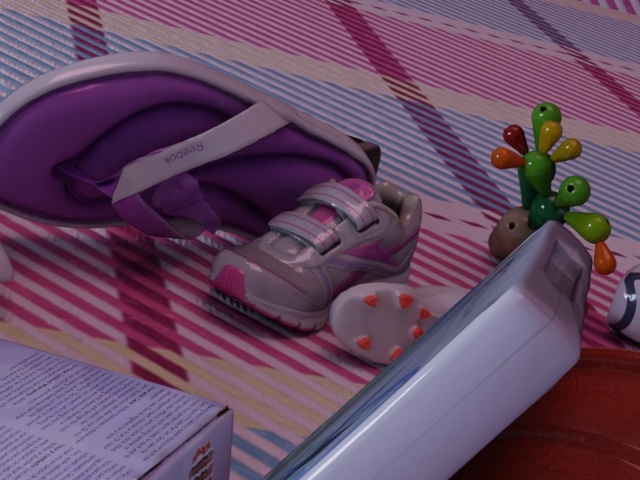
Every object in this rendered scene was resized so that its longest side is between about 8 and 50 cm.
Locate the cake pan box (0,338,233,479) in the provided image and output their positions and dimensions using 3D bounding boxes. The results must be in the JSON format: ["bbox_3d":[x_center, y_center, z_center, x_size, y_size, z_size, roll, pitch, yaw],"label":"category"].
[{"bbox_3d":[-0.209,0.127,0.801,0.246,0.070,0.267,11,23,22],"label":"cake pan box"}]

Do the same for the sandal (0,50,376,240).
[{"bbox_3d":[-0.094,-0.058,1.365,0.416,0.169,0.102,5,32,-43],"label":"sandal"}]

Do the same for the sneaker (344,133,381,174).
[{"bbox_3d":[-0.024,-0.078,1.630,0.118,0.083,0.222,17,5,14],"label":"sneaker"}]

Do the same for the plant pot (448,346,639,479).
[{"bbox_3d":[0.079,0.215,0.675,0.272,0.272,0.265,27,30,26],"label":"plant pot"}]

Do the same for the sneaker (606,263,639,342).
[{"bbox_3d":[0.398,0.068,1.559,0.153,0.094,0.235,32,24,33],"label":"sneaker"}]

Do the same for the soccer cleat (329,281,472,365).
[{"bbox_3d":[0.079,0.067,1.352,0.196,0.068,0.076,4,8,-36],"label":"soccer cleat"}]

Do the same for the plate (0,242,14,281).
[{"bbox_3d":[-0.390,-0.045,1.247,0.278,0.045,0.277,5,19,-22],"label":"plate"}]

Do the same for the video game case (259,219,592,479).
[{"bbox_3d":[-0.020,0.121,0.673,0.036,0.329,0.300,47,11,3],"label":"video game case"}]

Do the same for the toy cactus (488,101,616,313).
[{"bbox_3d":[0.203,-0.016,1.567,0.112,0.219,0.180,-7,-14,-19],"label":"toy cactus"}]

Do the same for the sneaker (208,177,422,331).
[{"bbox_3d":[0.000,0.000,1.381,0.103,0.111,0.252,27,22,27],"label":"sneaker"}]
